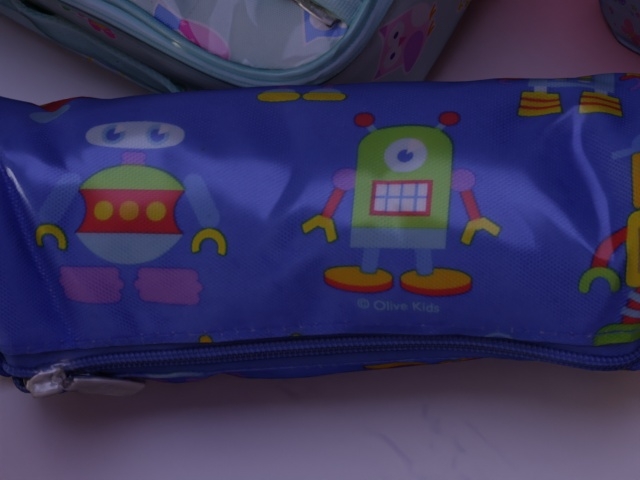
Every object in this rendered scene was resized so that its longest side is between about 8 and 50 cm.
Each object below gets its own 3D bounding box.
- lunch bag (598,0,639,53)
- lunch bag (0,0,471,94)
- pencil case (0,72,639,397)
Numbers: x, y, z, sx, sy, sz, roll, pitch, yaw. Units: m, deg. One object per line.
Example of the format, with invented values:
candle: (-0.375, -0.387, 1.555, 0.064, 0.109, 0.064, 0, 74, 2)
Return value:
lunch bag: (0.159, -0.115, 0.867, 0.083, 0.071, 0.053, 29, 67, 26)
lunch bag: (-0.049, -0.171, 0.899, 0.279, 0.108, 0.224, 26, 74, 22)
pencil case: (0.000, 0.000, 0.788, 0.306, 0.119, 0.133, -2, 64, 8)
